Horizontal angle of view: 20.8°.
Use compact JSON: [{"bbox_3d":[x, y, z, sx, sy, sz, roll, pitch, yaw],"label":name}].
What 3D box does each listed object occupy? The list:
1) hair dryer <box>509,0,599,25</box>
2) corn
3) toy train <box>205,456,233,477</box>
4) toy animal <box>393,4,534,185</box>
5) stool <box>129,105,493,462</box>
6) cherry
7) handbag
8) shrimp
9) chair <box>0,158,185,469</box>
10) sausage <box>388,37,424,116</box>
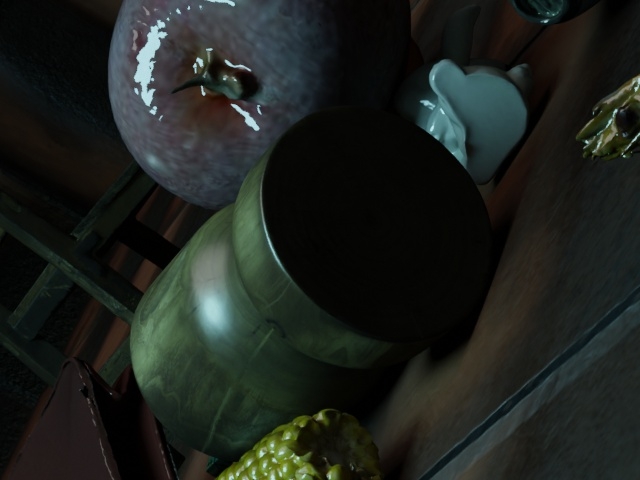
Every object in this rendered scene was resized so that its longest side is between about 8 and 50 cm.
[{"bbox_3d":[0.257,-0.281,1.279,0.267,0.092,0.229,-36,15,31],"label":"hair dryer"},{"bbox_3d":[-0.068,0.229,1.200,0.318,0.115,0.115,-51,13,37],"label":"corn"},{"bbox_3d":[-0.075,0.179,1.586,0.092,0.029,0.045,-47,23,43],"label":"toy train"},{"bbox_3d":[0.117,-0.104,1.386,0.127,0.131,0.182,-27,18,-5],"label":"toy animal"},{"bbox_3d":[-0.015,0.040,1.276,0.264,0.179,0.179,-44,18,54],"label":"stool"},{"bbox_3d":[-0.037,-0.155,1.386,0.307,0.221,0.261,-19,-35,-57],"label":"cherry"},{"bbox_3d":[-0.197,0.266,1.469,0.260,0.084,0.275,-57,36,31],"label":"handbag"},{"bbox_3d":[0.229,-0.136,0.985,0.236,0.053,0.133,-53,13,13],"label":"shrimp"},{"bbox_3d":[-0.216,-0.014,1.625,0.240,0.416,0.203,-54,5,-40],"label":"chair"},{"bbox_3d":[0.054,-0.123,1.662,0.097,0.094,0.348,-41,14,18],"label":"sausage"}]
